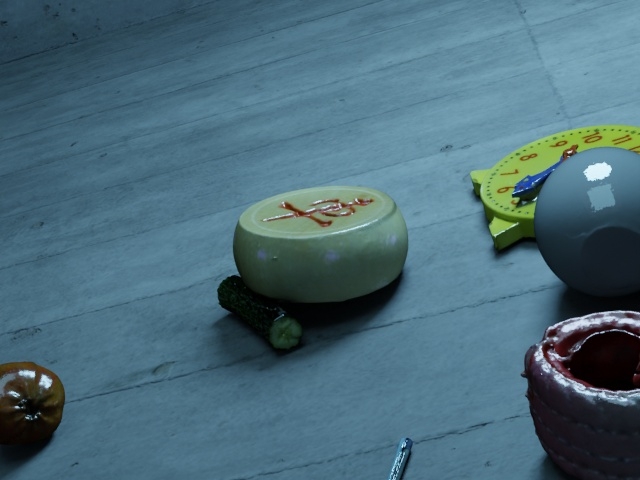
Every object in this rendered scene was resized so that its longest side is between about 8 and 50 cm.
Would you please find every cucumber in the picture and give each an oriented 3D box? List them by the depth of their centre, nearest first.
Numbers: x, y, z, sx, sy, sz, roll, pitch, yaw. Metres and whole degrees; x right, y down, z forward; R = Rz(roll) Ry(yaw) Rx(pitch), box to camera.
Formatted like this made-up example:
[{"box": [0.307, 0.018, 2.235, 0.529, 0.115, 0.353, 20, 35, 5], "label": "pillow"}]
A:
[{"box": [-0.083, 0.098, 1.560, 0.058, 0.058, 0.187, -29, 28, -19], "label": "cucumber"}]

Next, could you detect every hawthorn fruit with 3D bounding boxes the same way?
[{"box": [-0.404, 0.214, 1.485, 0.128, 0.128, 0.128, -15, 27, 8], "label": "hawthorn fruit"}]

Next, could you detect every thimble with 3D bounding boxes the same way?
[{"box": [0.304, 0.159, 1.111, 0.163, 0.125, 0.189, -29, 28, -24], "label": "thimble"}]

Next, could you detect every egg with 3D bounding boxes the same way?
[{"box": [0.352, -0.027, 1.379, 0.176, 0.176, 0.232, -10, 18, 17], "label": "egg"}]

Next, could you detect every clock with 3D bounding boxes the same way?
[{"box": [0.362, -0.098, 1.622, 0.293, 0.071, 0.277, -18, 26, 1], "label": "clock"}]

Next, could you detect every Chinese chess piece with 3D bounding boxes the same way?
[{"box": [0.000, 0.000, 1.588, 0.251, 0.097, 0.251, -5, 20, 2], "label": "Chinese chess piece"}]

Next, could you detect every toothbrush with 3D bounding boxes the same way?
[{"box": [0.062, 0.281, 1.159, 0.019, 0.016, 0.219, -15, 26, 29], "label": "toothbrush"}]
